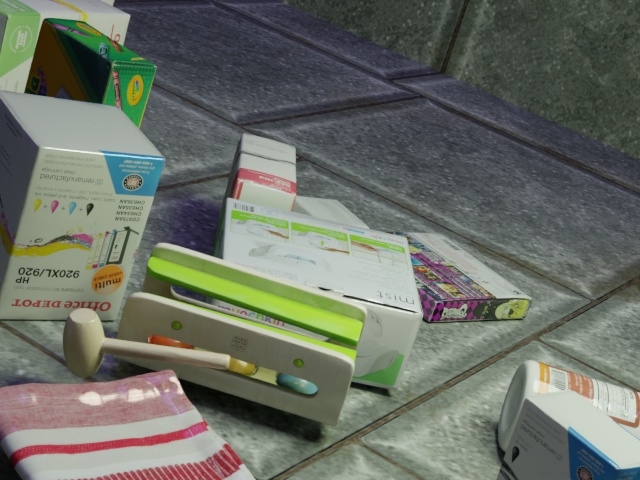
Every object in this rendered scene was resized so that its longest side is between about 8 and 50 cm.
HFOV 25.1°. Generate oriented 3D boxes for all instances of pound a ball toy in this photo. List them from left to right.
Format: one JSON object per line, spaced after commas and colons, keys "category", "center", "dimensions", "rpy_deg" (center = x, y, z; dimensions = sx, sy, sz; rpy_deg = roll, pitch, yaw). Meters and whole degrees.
{"category": "pound a ball toy", "center": [-0.123, 0.134, 1.655], "dimensions": [0.319, 0.135, 0.208], "rpy_deg": [16, 32, 0]}

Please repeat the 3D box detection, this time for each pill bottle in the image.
{"category": "pill bottle", "center": [0.339, 0.234, 1.785], "dimensions": [0.216, 0.121, 0.121], "rpy_deg": [18, 20, -3]}

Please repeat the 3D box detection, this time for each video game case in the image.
{"category": "video game case", "center": [0.179, 0.054, 2.234], "dimensions": [0.210, 0.041, 0.232], "rpy_deg": [1, 26, -40]}

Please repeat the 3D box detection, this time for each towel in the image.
{"category": "towel", "center": [-0.160, 0.244, 1.391], "dimensions": [0.237, 0.037, 0.329], "rpy_deg": [-3, 37, -43]}

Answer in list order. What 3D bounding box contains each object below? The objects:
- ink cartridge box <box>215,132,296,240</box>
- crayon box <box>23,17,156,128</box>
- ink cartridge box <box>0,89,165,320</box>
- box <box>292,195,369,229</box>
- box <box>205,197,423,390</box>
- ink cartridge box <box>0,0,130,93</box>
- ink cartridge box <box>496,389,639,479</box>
{"category": "ink cartridge box", "center": [-0.096, -0.045, 2.087], "dimensions": [0.092, 0.158, 0.218], "rpy_deg": [13, 21, -8]}
{"category": "crayon box", "center": [-0.337, -0.145, 1.968], "dimensions": [0.081, 0.278, 0.165], "rpy_deg": [-4, 29, -47]}
{"category": "ink cartridge box", "center": [-0.325, -0.039, 1.768], "dimensions": [0.171, 0.232, 0.168], "rpy_deg": [4, 26, -35]}
{"category": "box", "center": [0.000, 0.000, 2.136], "dimensions": [0.087, 0.102, 0.101], "rpy_deg": [5, 24, -36]}
{"category": "box", "center": [-0.013, 0.065, 1.886], "dimensions": [0.262, 0.126, 0.231], "rpy_deg": [12, 25, -9]}
{"category": "ink cartridge box", "center": [-0.445, -0.300, 2.387], "dimensions": [0.119, 0.207, 0.353], "rpy_deg": [28, 22, 28]}
{"category": "ink cartridge box", "center": [0.257, 0.275, 1.504], "dimensions": [0.082, 0.190, 0.140], "rpy_deg": [-1, 27, -39]}
